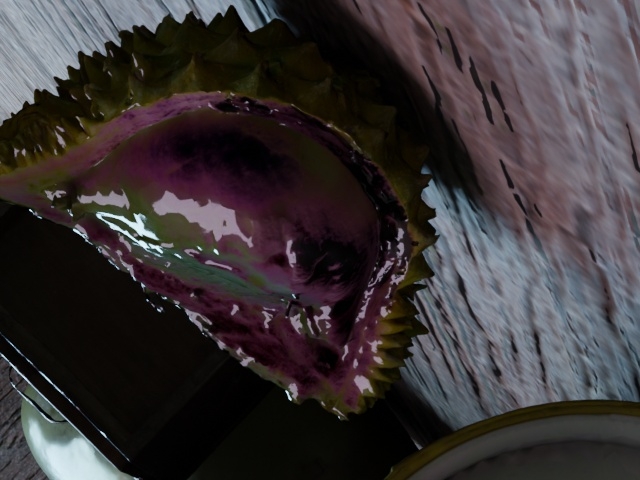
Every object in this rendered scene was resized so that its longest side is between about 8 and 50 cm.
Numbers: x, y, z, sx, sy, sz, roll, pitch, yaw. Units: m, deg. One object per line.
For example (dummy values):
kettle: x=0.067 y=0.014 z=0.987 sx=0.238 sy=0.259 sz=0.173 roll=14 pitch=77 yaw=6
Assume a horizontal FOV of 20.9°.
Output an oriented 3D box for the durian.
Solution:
durian: x=-0.008 y=-0.031 z=0.596 sx=0.186 sy=0.119 sz=0.108 roll=35 pitch=137 yaw=-22

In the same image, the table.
table: x=-0.114 y=0.041 z=1.070 sx=0.169 sy=0.172 sz=0.193 roll=42 pitch=172 yaw=10

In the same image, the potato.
potato: x=-0.058 y=0.168 z=1.265 sx=0.326 sy=0.221 sz=0.243 roll=38 pitch=160 yaw=22

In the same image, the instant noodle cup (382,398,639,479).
instant noodle cup: x=0.097 y=0.187 z=0.631 sx=0.264 sy=0.264 sz=0.200 roll=41 pitch=161 yaw=19
